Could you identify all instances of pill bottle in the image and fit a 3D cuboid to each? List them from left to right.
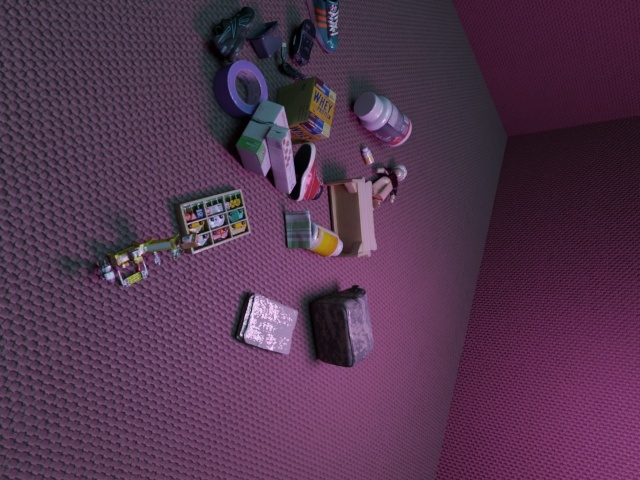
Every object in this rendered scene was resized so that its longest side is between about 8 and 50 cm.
[{"bbox_3d":[0.000,0.000,1.950,0.215,0.117,0.117,25,70,-47],"label":"pill bottle"},{"bbox_3d":[0.235,-0.427,2.309,0.043,0.043,0.083,-52,126,-38],"label":"pill bottle"},{"bbox_3d":[0.307,-0.609,2.299,0.318,0.176,0.177,22,72,-48],"label":"pill bottle"}]

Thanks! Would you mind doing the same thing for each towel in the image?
[{"bbox_3d":[-0.194,0.321,1.758,0.282,0.049,0.187,31,66,-46],"label":"towel"},{"bbox_3d":[-0.090,-0.042,1.847,0.023,0.113,0.152,-8,95,-64],"label":"towel"}]

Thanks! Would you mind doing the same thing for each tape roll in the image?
[{"bbox_3d":[-0.285,-0.542,1.657,0.189,0.080,0.189,1,88,-50],"label":"tape roll"}]

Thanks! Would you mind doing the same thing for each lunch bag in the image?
[{"bbox_3d":[0.120,0.371,2.007,0.256,0.212,0.305,-19,104,-49],"label":"lunch bag"}]

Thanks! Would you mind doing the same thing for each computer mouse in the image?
[{"bbox_3d":[-0.107,-0.796,1.902,0.184,0.060,0.262,4,97,-54],"label":"computer mouse"}]

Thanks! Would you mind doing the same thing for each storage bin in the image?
[{"bbox_3d":[-0.200,-0.767,1.766,0.135,0.098,0.091,-59,141,-33],"label":"storage bin"}]

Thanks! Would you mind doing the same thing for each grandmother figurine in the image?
[{"bbox_3d":[0.352,-0.294,2.406,0.342,0.104,0.208,-45,131,-38],"label":"grandmother figurine"}]

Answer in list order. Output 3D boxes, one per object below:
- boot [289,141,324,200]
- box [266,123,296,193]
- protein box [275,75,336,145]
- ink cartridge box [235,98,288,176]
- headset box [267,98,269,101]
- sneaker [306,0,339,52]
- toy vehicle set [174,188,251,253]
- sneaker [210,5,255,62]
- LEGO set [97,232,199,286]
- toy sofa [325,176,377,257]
[{"bbox_3d":[-0.035,-0.285,1.915,0.176,0.088,0.244,-10,119,-51],"label":"boot"},{"bbox_3d":[-0.141,-0.292,1.700,0.324,0.067,0.063,86,28,-62],"label":"box"},{"bbox_3d":[-0.068,-0.507,1.821,0.136,0.201,0.200,25,69,-47],"label":"protein box"},{"bbox_3d":[-0.205,-0.371,1.669,0.160,0.092,0.220,79,35,-67],"label":"ink cartridge box"},{"bbox_3d":[-0.213,-0.505,1.779,0.083,0.032,0.062,52,52,-37],"label":"headset box"},{"bbox_3d":[0.029,-0.990,2.021,0.108,0.121,0.302,-43,121,-42],"label":"sneaker"},{"bbox_3d":[-0.362,-0.071,1.579,0.266,0.035,0.166,-25,107,-48],"label":"toy vehicle set"},{"bbox_3d":[-0.306,-0.753,1.624,0.106,0.101,0.268,28,54,-25],"label":"sneaker"},{"bbox_3d":[-0.492,0.061,1.342,0.286,0.132,0.107,-20,111,-26],"label":"LEGO set"},{"bbox_3d":[0.141,-0.102,2.101,0.177,0.150,0.363,-11,97,-55],"label":"toy sofa"}]
